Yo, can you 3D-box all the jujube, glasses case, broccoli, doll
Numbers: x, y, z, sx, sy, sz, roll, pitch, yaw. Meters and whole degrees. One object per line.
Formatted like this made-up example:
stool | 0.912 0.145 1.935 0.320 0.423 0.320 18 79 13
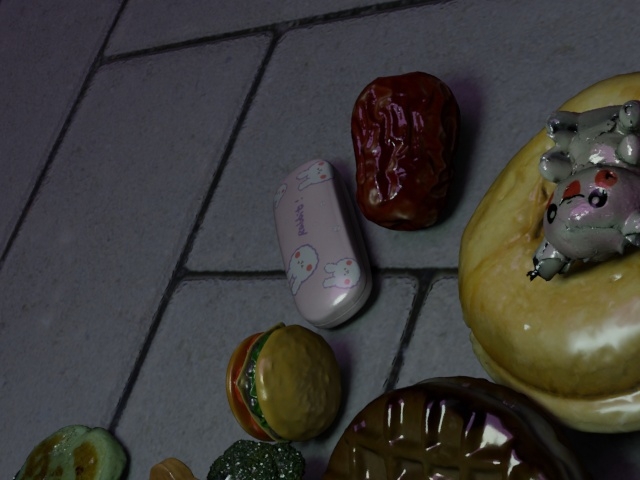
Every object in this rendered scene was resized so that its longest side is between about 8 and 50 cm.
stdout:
jujube | 0.116 -0.123 1.801 0.155 0.155 0.230 -12 62 36
glasses case | 0.000 0.000 1.857 0.113 0.075 0.297 -35 41 19
broccoli | -0.084 0.328 1.624 0.145 0.138 0.162 -1 63 40
doll | 0.284 -0.055 1.330 0.149 0.095 0.192 -10 57 42

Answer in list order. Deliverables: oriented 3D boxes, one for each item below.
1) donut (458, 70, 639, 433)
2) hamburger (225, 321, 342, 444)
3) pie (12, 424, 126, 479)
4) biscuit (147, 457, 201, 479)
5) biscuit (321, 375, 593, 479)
donut | 0.353 0.007 1.440 0.449 0.198 0.449 -24 46 28
hamburger | -0.048 0.187 1.692 0.115 0.162 0.162 -11 52 39
pie | -0.385 0.380 1.923 0.240 0.054 0.240 -26 43 27
biscuit | -0.125 0.396 1.571 0.289 0.044 0.202 51 133 24
biscuit | 0.151 0.284 1.402 0.366 0.115 0.268 8 97 43
